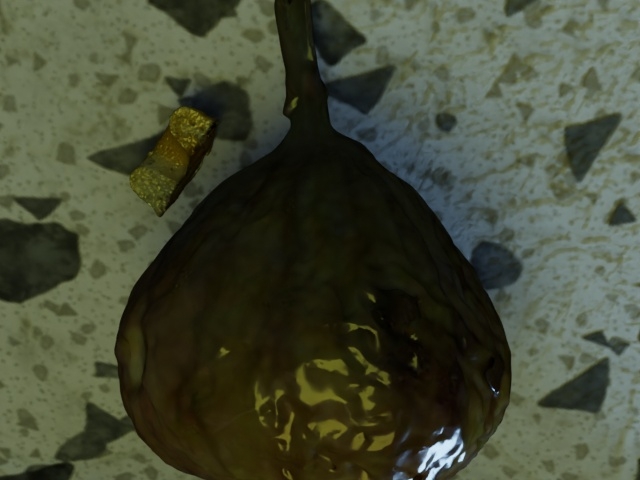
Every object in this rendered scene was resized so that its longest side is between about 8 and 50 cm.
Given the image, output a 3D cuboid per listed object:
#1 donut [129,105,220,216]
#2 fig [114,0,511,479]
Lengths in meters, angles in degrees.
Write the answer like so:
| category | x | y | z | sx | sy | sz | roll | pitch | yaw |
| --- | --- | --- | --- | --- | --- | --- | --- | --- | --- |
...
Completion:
| category | x | y | z | sx | sy | sz | roll | pitch | yaw |
| --- | --- | --- | --- | --- | --- | --- | --- | --- | --- |
| donut | -0.108 | -0.065 | 1.219 | 0.038 | 0.067 | 0.083 | 37 | 155 | 4 |
| fig | 0.000 | 0.000 | 1.159 | 0.286 | 0.286 | 0.368 | 2 | 98 | 7 |
